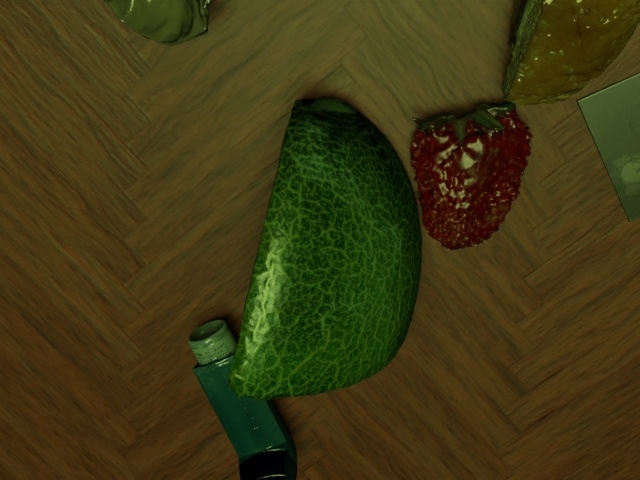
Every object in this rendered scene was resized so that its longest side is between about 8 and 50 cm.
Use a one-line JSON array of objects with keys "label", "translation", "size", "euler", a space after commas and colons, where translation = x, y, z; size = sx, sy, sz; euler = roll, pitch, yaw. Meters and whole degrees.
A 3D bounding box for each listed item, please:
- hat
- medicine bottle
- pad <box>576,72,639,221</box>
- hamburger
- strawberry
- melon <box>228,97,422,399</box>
[{"label": "hat", "translation": [-0.174, -0.332, 1.363], "size": [0.147, 0.085, 0.175], "euler": [31, 88, 3]}, {"label": "medicine bottle", "translation": [-0.110, 0.242, 1.549], "size": [0.079, 0.124, 0.258], "euler": [-20, 107, 14]}, {"label": "pad", "translation": [0.433, -0.129, 1.428], "size": [0.127, 0.004, 0.190], "euler": [-24, 108, 13]}, {"label": "hamburger", "translation": [0.303, -0.248, 1.321], "size": [0.155, 0.135, 0.207], "euler": [18, 114, -1]}, {"label": "strawberry", "translation": [0.205, -0.075, 1.420], "size": [0.167, 0.087, 0.208], "euler": [-13, 112, 7]}, {"label": "melon", "translation": [0.000, 0.000, 1.409], "size": [0.331, 0.226, 0.343], "euler": [-10, 118, -35]}]
